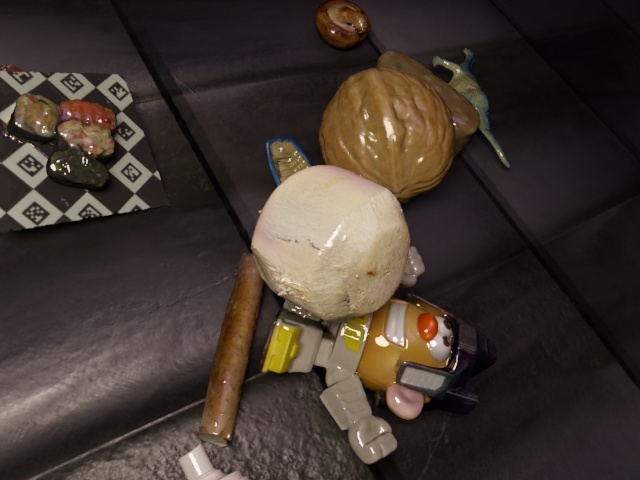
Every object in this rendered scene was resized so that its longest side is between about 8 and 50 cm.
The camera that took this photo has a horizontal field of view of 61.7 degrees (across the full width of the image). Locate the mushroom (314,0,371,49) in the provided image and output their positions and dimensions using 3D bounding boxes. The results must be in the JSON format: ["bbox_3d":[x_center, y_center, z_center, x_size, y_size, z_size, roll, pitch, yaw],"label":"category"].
[{"bbox_3d":[0.046,-0.460,1.125,0.127,0.087,0.127,12,55,-18],"label":"mushroom"}]

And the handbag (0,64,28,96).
[{"bbox_3d":[-0.524,-0.183,0.698,0.213,0.127,0.235,26,42,8],"label":"handbag"}]

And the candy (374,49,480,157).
[{"bbox_3d":[0.196,-0.261,1.041,0.234,0.104,0.102,35,57,5],"label":"candy"}]

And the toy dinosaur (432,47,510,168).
[{"bbox_3d":[0.307,-0.305,1.130,0.147,0.076,0.363,8,53,-21],"label":"toy dinosaur"}]

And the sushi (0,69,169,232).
[{"bbox_3d":[-0.329,-0.139,0.716,0.231,0.047,0.219,-16,83,-44],"label":"sushi"}]

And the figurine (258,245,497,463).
[{"bbox_3d":[0.075,0.129,0.706,0.308,0.143,0.308,3,73,-10],"label":"figurine"}]

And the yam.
[{"bbox_3d":[-0.109,0.127,0.698,0.046,0.046,0.264,16,55,-11],"label":"yam"}]

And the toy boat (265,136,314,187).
[{"bbox_3d":[-0.028,-0.072,0.862,0.080,0.046,0.229,-15,64,-29],"label":"toy boat"}]

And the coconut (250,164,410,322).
[{"bbox_3d":[0.000,0.000,0.600,0.183,0.171,0.171,24,46,33],"label":"coconut"}]

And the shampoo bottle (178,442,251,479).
[{"bbox_3d":[-0.065,0.349,0.537,0.092,0.092,0.303,-23,68,-32],"label":"shampoo bottle"}]

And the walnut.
[{"bbox_3d":[0.109,-0.165,0.881,0.228,0.228,0.228,10,55,-15],"label":"walnut"}]
